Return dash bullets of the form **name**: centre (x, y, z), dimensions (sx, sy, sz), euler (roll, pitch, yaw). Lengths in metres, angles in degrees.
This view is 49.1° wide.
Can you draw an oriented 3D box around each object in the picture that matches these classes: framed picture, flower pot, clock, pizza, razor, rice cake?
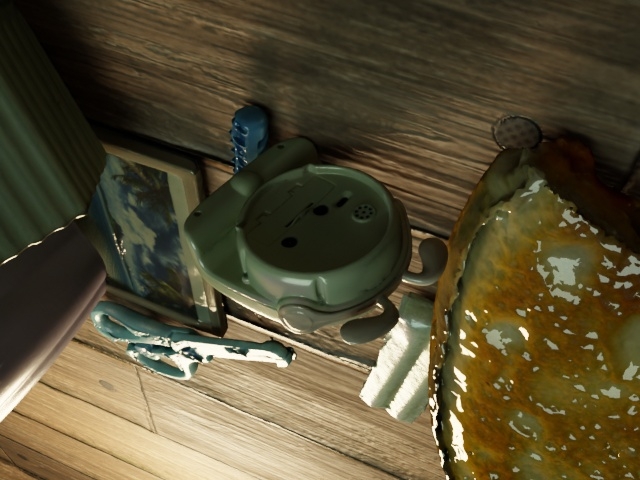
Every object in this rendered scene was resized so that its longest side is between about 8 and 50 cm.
- **framed picture**: centre (-0.225, -0.011, 0.834), dimensions (0.232, 0.024, 0.315), euler (19, 142, 15)
- **flower pot**: centre (-0.334, -0.088, 0.631), dimensions (0.209, 0.239, 0.189), euler (-22, 116, 5)
- **clock**: centre (0.000, 0.000, 0.563), dimensions (0.191, 0.151, 0.062), euler (28, 146, 30)
- **pizza**: centre (0.289, 0.128, 0.581), dimensions (0.406, 0.130, 0.440), euler (12, 131, 20)
- **flower pot**: centre (-0.404, 0.065, 0.833), dimensions (0.265, 0.243, 0.265), euler (28, 144, 23)
- **razor**: centre (-0.068, -0.030, 0.697), dimensions (0.082, 0.042, 0.253), euler (58, 158, 34)
- **rice cake**: centre (0.102, 0.139, 0.785), dimensions (0.085, 0.040, 0.226), euler (23, 144, 6)

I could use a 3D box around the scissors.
- **scissors**: centre (-0.178, 0.147, 0.953), dimensions (0.393, 0.032, 0.180), euler (-3, 139, 43)
